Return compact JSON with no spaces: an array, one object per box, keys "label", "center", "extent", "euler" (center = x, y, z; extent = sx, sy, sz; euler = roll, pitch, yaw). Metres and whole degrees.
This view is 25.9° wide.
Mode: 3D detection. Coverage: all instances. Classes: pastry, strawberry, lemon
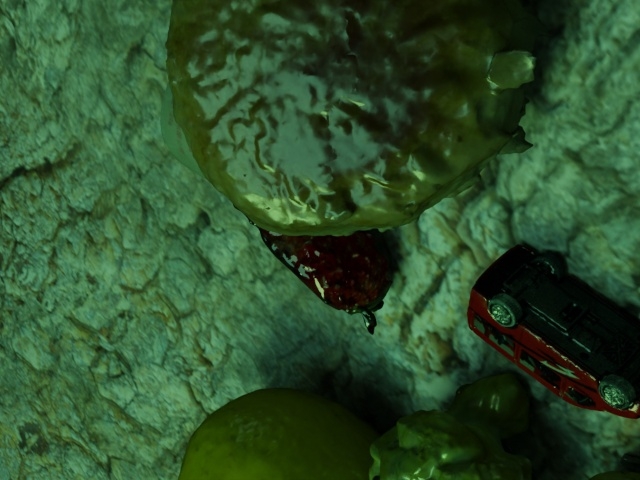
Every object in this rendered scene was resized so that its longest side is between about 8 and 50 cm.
[{"label":"pastry","center":[0.014,-0.144,1.160],"extent":[0.330,0.136,0.329],"euler":[2,99,14]},{"label":"strawberry","center":[0.003,0.002,1.406],"extent":[0.192,0.085,0.140],"euler":[49,-173,27]},{"label":"lemon","center":[-0.024,0.296,1.535],"extent":[0.284,0.260,0.260],"euler":[52,142,10]}]

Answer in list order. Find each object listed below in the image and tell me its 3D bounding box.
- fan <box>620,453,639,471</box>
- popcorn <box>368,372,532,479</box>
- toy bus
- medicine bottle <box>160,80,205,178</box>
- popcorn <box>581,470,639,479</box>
[{"label":"fan","center":[0.426,0.260,1.222],"extent":[0.294,0.012,0.223],"euler":[-26,100,52]},{"label":"popcorn","center":[0.144,0.235,1.377],"extent":[0.198,0.212,0.198],"euler":[24,161,9]},{"label":"toy bus","center":[0.227,0.093,1.253],"extent":[0.195,0.081,0.089],"euler":[36,148,22]},{"label":"medicine bottle","center":[-0.059,-0.116,1.340],"extent":[0.143,0.147,0.147],"euler":[24,133,32]},{"label":"popcorn","center":[0.314,0.319,1.230],"extent":[0.286,0.174,0.225],"euler":[35,153,25]}]
